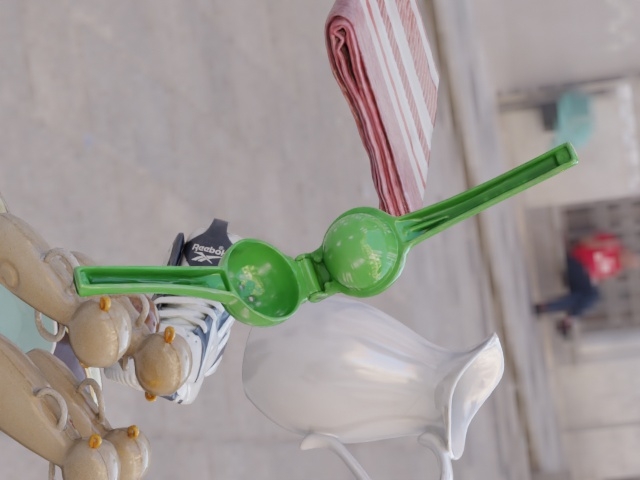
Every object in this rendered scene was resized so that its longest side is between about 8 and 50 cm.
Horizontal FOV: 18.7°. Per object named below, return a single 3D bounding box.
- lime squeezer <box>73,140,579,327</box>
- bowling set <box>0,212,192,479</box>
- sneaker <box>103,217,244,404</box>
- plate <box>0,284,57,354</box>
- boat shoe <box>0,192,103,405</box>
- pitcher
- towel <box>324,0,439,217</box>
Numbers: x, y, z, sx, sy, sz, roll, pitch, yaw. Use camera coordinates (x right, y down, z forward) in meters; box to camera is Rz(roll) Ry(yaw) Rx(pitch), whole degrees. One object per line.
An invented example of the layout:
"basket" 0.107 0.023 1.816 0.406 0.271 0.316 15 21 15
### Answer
"lime squeezer" 0.000 0.000 1.170 0.110 0.310 0.059 94 -23 -51
"bowling set" -0.148 0.097 1.336 0.200 0.154 0.287 -27 149 -44
"sneaker" -0.121 0.055 1.773 0.235 0.094 0.153 -17 125 -75
"plate" -0.319 0.071 1.660 0.024 0.188 0.188 -98 175 -52
"boat shoe" -0.311 0.070 1.762 0.123 0.123 0.342 -55 140 -35
"pitcher" 0.033 0.140 1.663 0.125 0.207 0.178 69 37 -56
"towel" 0.063 -0.182 1.910 0.329 0.037 0.237 -77 153 -59
